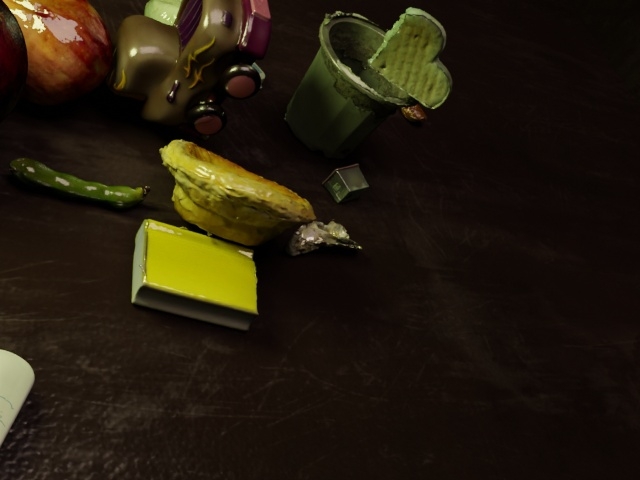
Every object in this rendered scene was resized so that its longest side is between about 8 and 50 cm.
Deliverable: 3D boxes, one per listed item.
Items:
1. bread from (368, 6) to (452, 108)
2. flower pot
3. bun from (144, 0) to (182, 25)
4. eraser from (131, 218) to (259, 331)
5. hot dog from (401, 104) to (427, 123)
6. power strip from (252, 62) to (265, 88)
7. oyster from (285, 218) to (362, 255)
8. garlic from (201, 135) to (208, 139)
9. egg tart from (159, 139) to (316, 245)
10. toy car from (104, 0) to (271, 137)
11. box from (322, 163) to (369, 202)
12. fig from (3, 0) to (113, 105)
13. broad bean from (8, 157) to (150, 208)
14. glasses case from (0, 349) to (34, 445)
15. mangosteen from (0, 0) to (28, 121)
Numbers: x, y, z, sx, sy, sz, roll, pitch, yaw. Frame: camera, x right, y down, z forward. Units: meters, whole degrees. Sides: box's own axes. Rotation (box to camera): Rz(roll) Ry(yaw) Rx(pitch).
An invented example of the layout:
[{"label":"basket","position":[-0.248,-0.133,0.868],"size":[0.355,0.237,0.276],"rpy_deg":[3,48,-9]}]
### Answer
[{"label":"bread","position":[0.185,-0.375,1.879],"size":[0.064,0.172,0.232],"rpy_deg":[-75,153,-48]},{"label":"flower pot","position":[0.067,-0.332,2.046],"size":[0.290,0.259,0.290],"rpy_deg":[22,41,-21]},{"label":"bun","position":[-0.289,-0.463,2.004],"size":[0.204,0.127,0.212],"rpy_deg":[27,25,30]},{"label":"eraser","position":[-0.220,0.059,1.584],"size":[0.226,0.069,0.158],"rpy_deg":[17,45,-25]},{"label":"hot dog","position":[0.246,-0.339,2.372],"size":[0.058,0.035,0.083],"rpy_deg":[-10,58,-44]},{"label":"power strip","position":[-0.195,-0.430,2.122],"size":[0.191,0.030,0.047],"rpy_deg":[49,39,13]},{"label":"oyster","position":[0.003,-0.003,1.848],"size":[0.199,0.061,0.106],"rpy_deg":[12,27,-32]},{"label":"garlic","position":[-0.238,-0.252,1.898],"size":[0.041,0.053,0.083],"rpy_deg":[12,45,4]},{"label":"egg tart","position":[-0.167,-0.075,1.677],"size":[0.319,0.128,0.319],"rpy_deg":[24,7,-3]},{"label":"toy car","position":[-0.266,-0.374,1.761],"size":[0.240,0.340,0.271],"rpy_deg":[21,39,-33]},{"label":"box","position":[0.059,-0.125,1.996],"size":[0.084,0.060,0.063],"rpy_deg":[-18,69,-48]},{"label":"fig","position":[-0.515,-0.371,1.676],"size":[0.263,0.224,0.224],"rpy_deg":[27,39,-8]},{"label":"broad bean","position":[-0.424,-0.097,1.594],"size":[0.256,0.053,0.052],"rpy_deg":[12,7,-30]},{"label":"glasses case","position":[-0.463,0.243,1.214],"size":[0.092,0.059,0.233],"rpy_deg":[28,38,-10]},{"label":"mangosteen","position":[-0.629,-0.320,1.423],"size":[0.306,0.360,0.306],"rpy_deg":[-4,30,3]}]
